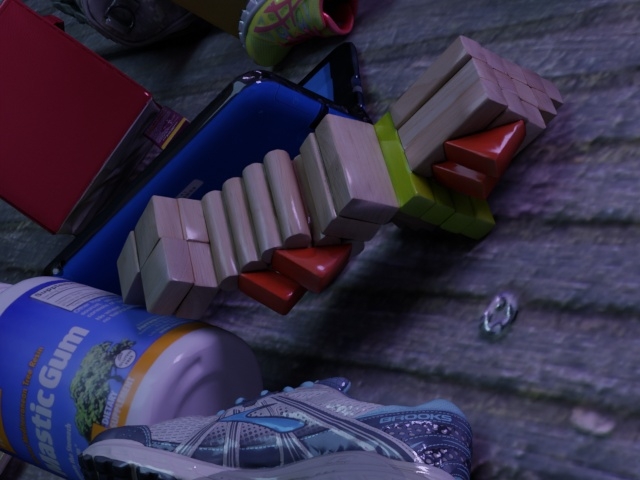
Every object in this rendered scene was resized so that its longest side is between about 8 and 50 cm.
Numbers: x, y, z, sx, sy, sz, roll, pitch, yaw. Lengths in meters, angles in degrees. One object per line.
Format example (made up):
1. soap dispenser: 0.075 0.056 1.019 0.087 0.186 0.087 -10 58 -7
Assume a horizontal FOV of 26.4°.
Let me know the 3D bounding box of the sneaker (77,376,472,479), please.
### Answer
1. sneaker: -0.027 0.153 0.916 0.283 0.110 0.122 2 40 25

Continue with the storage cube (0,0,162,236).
1. storage cube: -0.306 -0.129 1.532 0.215 0.193 0.183 -56 -1 -2

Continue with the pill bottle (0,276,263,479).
1. pill bottle: -0.193 0.114 1.101 0.272 0.152 0.152 14 68 34

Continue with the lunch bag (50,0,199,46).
1. lunch bag: -0.235 -0.381 1.742 0.256 0.212 0.305 -53 27 1

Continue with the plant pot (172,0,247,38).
1. plant pot: -0.083 -0.351 1.510 0.187 0.212 0.212 -44 28 41

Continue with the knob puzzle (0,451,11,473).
1. knob puzzle: -0.359 0.226 1.455 0.213 0.030 0.213 -37 32 28

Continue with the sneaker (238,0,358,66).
1. sneaker: -0.012 -0.233 1.386 0.081 0.094 0.208 -26 -16 -39

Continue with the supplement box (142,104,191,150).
1. supplement box: -0.150 -0.108 1.481 0.043 0.055 0.083 -53 29 -1

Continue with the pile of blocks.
1. pile of blocks: 0.019 -0.007 1.013 0.362 0.149 0.112 -26 52 14

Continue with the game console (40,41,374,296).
1. game console: -0.107 -0.074 1.267 0.293 0.250 0.173 -43 57 21
